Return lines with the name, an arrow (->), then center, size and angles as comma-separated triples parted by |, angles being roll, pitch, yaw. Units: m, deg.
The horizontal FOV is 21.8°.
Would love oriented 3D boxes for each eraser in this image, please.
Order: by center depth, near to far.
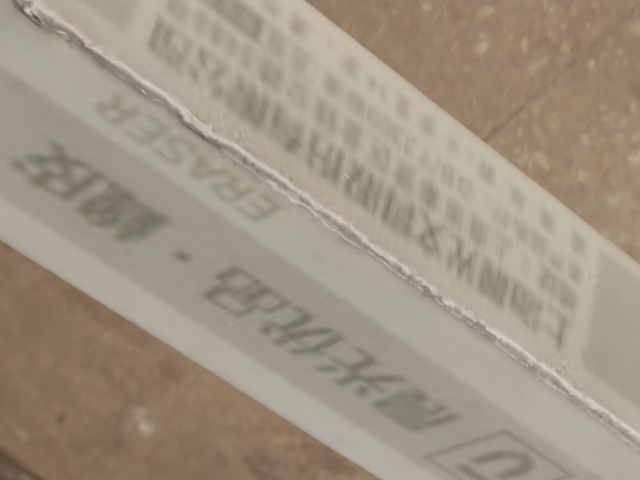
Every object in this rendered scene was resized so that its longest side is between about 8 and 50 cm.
eraser -> 0.000, 0.000, 0.440 | 0.352, 0.061, 0.089 | 35, 139, -27
